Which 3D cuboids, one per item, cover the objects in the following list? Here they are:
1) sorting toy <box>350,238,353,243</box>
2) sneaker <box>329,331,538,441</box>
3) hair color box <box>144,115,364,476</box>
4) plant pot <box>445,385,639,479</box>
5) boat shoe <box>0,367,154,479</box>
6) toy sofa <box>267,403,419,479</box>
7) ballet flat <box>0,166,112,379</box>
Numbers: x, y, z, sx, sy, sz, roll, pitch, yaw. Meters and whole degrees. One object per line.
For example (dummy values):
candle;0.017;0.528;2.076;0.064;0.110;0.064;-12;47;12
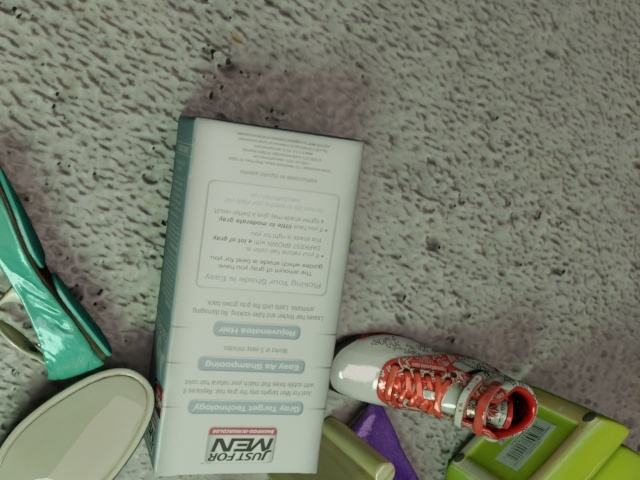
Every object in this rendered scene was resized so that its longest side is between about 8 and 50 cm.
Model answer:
sorting toy;0.000;0.000;0.938;0.083;0.012;0.062;26;90;-27
sneaker;0.147;0.185;0.968;0.270;0.145;0.090;14;94;-27
hair color box;-0.080;0.062;0.849;0.185;0.113;0.374;5;97;-21
plant pot;0.323;0.341;1.043;0.228;0.227;0.207;-41;108;-13
boat shoe;-0.305;0.264;0.803;0.112;0.095;0.335;41;79;-8
toy sofa;0.104;0.398;0.986;0.177;0.150;0.362;-34;112;-15
ballet flat;-0.302;0.041;0.764;0.087;0.083;0.247;-29;111;-12
